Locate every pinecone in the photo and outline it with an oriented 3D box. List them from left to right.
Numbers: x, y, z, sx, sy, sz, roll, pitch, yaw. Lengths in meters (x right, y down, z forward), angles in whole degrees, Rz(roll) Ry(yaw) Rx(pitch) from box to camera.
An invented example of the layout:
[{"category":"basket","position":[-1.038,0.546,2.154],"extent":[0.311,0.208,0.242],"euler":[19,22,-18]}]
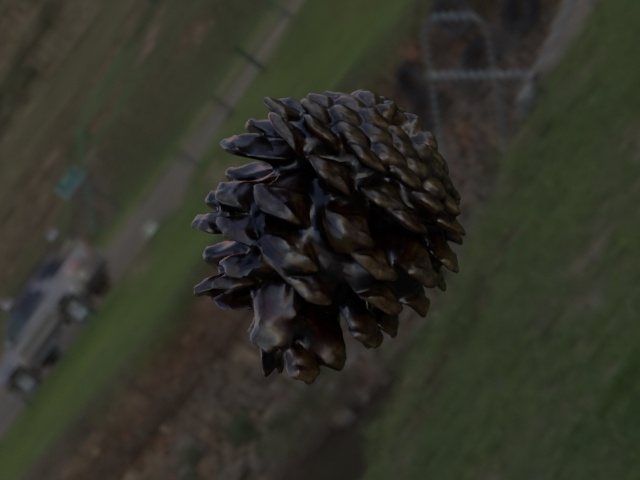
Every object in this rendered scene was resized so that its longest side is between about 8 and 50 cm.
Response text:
[{"category":"pinecone","position":[-0.002,-0.005,1.315],"extent":[0.204,0.184,0.179],"euler":[-39,-3,17]}]
